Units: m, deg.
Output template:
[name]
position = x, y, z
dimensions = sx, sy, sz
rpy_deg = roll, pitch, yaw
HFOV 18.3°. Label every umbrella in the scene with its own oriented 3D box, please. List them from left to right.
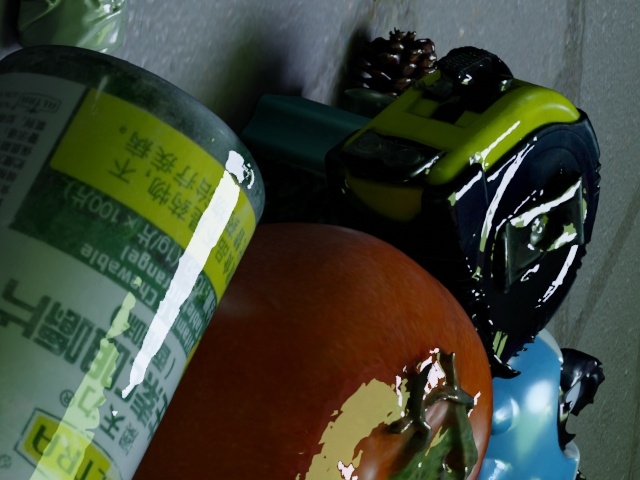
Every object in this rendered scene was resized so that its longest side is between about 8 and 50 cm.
[umbrella]
position = -0.100, -0.145, 0.904
dimensions = 0.067, 0.062, 0.143
rpy_deg = 5, 112, -39

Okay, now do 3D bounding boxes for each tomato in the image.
[tomato]
position = -0.027, 0.111, 1.082
dimensions = 0.256, 0.224, 0.256
rpy_deg = -38, 139, -44

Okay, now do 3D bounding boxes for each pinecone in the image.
[pinecone]
position = 0.054, -0.104, 1.376
dimensions = 0.077, 0.077, 0.083
rpy_deg = -42, 123, -57

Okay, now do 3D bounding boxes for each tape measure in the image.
[tape measure]
position = 0.096, -0.020, 1.212
dimensions = 0.186, 0.112, 0.199
rpy_deg = -44, 140, -38

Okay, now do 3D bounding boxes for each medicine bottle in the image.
[medicine bottle]
position = -0.142, 0.069, 0.851
dimensions = 0.141, 0.141, 0.293
rpy_deg = 73, 39, -60

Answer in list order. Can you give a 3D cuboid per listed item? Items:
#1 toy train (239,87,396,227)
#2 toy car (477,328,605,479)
[toy train]
position = 0.000, 0.000, 1.270
dimensions = 0.154, 0.107, 0.198
rpy_deg = -2, 109, -63
[toy car]
position = 0.104, 0.168, 1.595
dimensions = 0.190, 0.188, 0.255
rpy_deg = -41, 148, -43
